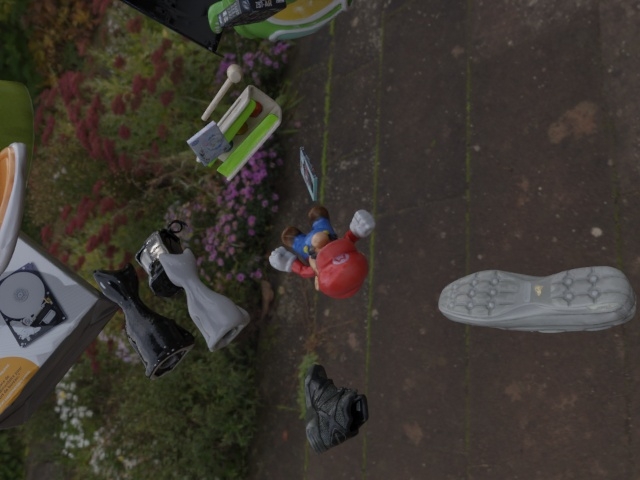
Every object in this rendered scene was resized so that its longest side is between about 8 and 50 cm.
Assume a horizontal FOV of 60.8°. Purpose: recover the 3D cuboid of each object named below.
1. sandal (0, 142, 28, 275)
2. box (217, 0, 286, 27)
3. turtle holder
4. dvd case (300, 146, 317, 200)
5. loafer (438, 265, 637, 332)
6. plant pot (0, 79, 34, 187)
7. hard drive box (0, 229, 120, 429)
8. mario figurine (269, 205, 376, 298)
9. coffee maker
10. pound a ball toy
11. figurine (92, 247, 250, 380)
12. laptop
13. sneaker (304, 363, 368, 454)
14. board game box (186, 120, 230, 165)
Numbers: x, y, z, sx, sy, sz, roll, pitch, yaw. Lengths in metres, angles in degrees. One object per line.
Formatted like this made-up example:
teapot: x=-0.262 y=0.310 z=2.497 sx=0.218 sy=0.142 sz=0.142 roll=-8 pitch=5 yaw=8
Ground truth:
sandal: x=-0.325 y=0.002 z=0.451 sx=0.265 sy=0.076 sz=0.102 roll=-27 pitch=59 yaw=34
box: x=-0.093 y=-0.306 z=0.728 sx=0.083 sy=0.067 sz=0.018 roll=13 pitch=119 yaw=61
turtle holder: x=-0.060 y=-0.457 z=0.890 sx=0.227 sy=0.320 sz=0.244 roll=9 pitch=93 yaw=7
dvd case: x=-0.032 y=-0.176 z=1.441 sx=0.087 sy=0.013 sz=0.120 roll=92 pitch=162 yaw=-53
loafer: x=0.359 y=0.112 z=0.932 sx=0.319 sy=0.111 sz=0.112 roll=-5 pitch=51 yaw=40
plant pot: x=-0.718 y=-0.183 z=0.979 sx=0.274 sy=0.293 sz=0.275 roll=-4 pitch=84 yaw=44
hard drive box: x=-0.395 y=0.078 z=0.644 sx=0.181 sy=0.232 sz=0.089 roll=-54 pitch=-5 yaw=-13
mario figurine: x=0.000 y=0.000 z=1.197 sx=0.198 sy=0.170 sz=0.320 roll=-71 pitch=23 yaw=12
coffee maker: x=-0.419 y=0.046 z=1.499 sx=0.178 sy=0.120 sz=0.171 roll=39 pitch=111 yaw=51
pound a ball toy: x=-0.266 y=-0.365 z=1.645 sx=0.319 sy=0.208 sz=0.136 roll=-44 pitch=31 yaw=27
figurine: x=-0.263 y=0.109 z=0.968 sx=0.209 sy=0.214 sz=0.092 roll=50 pitch=127 yaw=17
laptop: x=-0.281 y=-0.491 z=1.086 sx=0.264 sy=0.234 sz=0.137 roll=-53 pitch=14 yaw=48
sneaker: x=0.034 y=0.331 z=1.133 sx=0.130 sy=0.087 sz=0.227 roll=-20 pitch=22 yaw=4
board game box: x=-0.297 y=-0.258 z=1.456 sx=0.090 sy=0.090 sz=0.020 roll=-40 pitch=52 yaw=-10
